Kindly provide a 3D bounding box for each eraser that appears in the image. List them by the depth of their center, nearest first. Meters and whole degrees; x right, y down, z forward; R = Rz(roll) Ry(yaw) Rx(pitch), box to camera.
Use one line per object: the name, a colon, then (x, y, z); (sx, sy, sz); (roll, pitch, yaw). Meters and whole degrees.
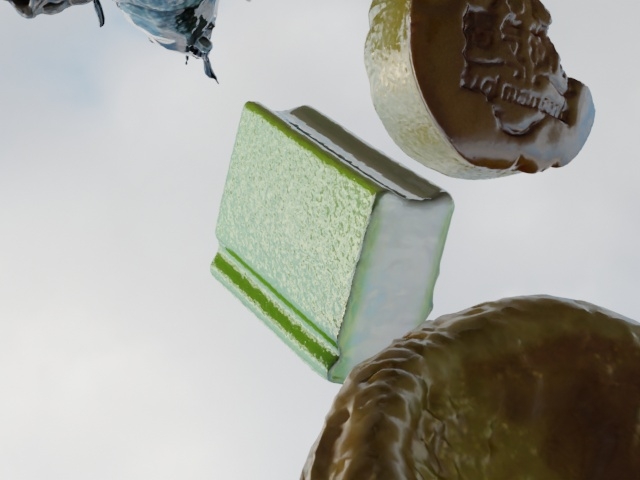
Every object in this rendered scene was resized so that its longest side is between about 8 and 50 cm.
eraser: (0.000, 0.000, 1.370); (0.092, 0.210, 0.274); (1, -156, -33)

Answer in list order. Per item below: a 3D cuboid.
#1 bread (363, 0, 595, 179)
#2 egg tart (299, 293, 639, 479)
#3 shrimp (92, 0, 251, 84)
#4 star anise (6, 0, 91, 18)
bread: (0.089, -0.101, 0.858); (0.125, 0.156, 0.086); (-37, -164, -35)
egg tart: (0.176, 0.238, 0.844); (0.443, 0.178, 0.443); (18, -140, -16)
shrimp: (-0.136, -0.269, 1.104); (0.221, 0.410, 0.166); (19, -102, 20)
star anise: (-0.245, -0.194, 0.864); (0.208, 0.172, 0.063); (5, -115, 2)
